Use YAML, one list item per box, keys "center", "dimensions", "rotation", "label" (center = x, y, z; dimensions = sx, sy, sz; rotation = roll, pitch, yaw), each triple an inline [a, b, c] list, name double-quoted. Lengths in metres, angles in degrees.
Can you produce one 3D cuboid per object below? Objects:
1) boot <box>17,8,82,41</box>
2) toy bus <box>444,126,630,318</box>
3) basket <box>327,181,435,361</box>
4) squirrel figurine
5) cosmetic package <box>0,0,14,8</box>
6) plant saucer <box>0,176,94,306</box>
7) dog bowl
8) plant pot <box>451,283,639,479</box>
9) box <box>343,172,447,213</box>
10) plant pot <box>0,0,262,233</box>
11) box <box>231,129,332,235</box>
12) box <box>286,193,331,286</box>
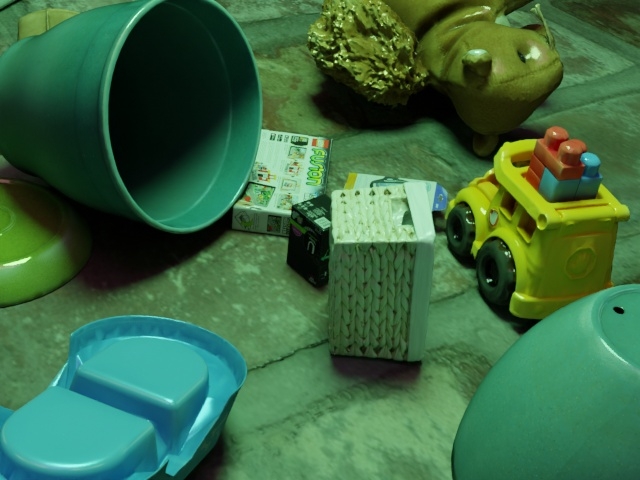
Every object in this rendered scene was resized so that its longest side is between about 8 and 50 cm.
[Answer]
- center: [-0.450, -0.273, 1.379]
  dimensions: [0.236, 0.089, 0.269]
  rotation: [8, 33, -19]
  label: "boot"
- center: [0.255, -0.047, 1.080]
  dimensions: [0.149, 0.211, 0.220]
  rotation: [-7, 36, -17]
  label: "toy bus"
- center: [0.060, 0.033, 0.968]
  dimensions: [0.103, 0.167, 0.113]
  rotation: [1, 35, -1]
  label: "basket"
- center: [0.179, -0.293, 1.426]
  dimensions: [0.397, 0.281, 0.370]
  rotation: [-11, 48, -3]
  label: "squirrel figurine"
- center: [-0.695, -0.563, 1.527]
  dimensions: [0.329, 0.327, 0.393]
  rotation: [16, 37, 11]
  label: "cosmetic package"
- center: [-0.385, -0.011, 1.054]
  dimensions: [0.241, 0.037, 0.241]
  rotation: [5, 35, -3]
  label: "plant saucer"
- center: [-0.177, 0.157, 0.772]
  dimensions: [0.166, 0.074, 0.297]
  rotation: [17, 22, 15]
  label: "dog bowl"
- center: [0.278, 0.155, 0.808]
  dimensions: [0.290, 0.195, 0.290]
  rotation: [5, 35, -4]
  label: "plant pot"
- center: [0.098, -0.053, 1.206]
  dimensions: [0.136, 0.028, 0.081]
  rotation: [9, 35, 8]
  label: "box"
- center: [-0.252, -0.158, 1.103]
  dimensions: [0.255, 0.271, 0.271]
  rotation: [8, 31, 32]
  label: "plant pot"
- center: [-0.047, -0.079, 1.216]
  dimensions: [0.114, 0.036, 0.207]
  rotation: [8, 35, 0]
  label: "box"
- center: [0.000, 0.000, 1.071]
  dimensions: [0.052, 0.083, 0.062]
  rotation: [-21, 44, -33]
  label: "box"
